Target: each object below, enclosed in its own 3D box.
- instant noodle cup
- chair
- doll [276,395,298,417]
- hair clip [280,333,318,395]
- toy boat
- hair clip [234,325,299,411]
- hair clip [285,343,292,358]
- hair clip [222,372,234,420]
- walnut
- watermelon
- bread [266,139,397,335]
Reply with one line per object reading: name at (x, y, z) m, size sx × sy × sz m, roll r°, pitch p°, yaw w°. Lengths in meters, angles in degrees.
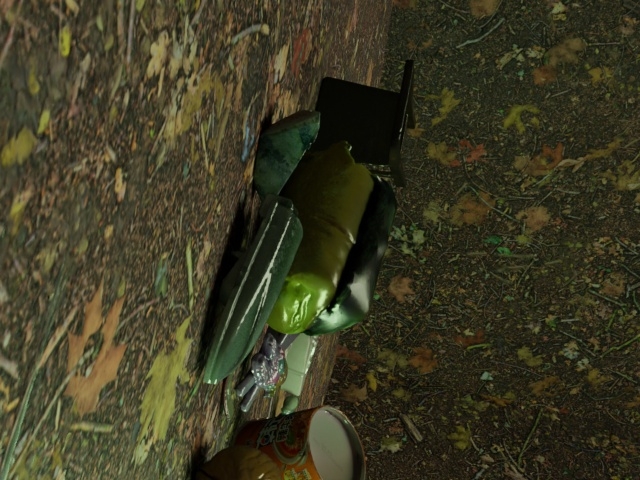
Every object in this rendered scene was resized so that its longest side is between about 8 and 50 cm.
instant noodle cup at (-0.037, 0.464, 1.625) m, size 0.250 × 0.192 × 0.250 m, roll 39°, pitch 36°, yaw -37°
chair at (0.089, -0.269, 1.803) m, size 0.416 × 0.240 × 0.203 m, roll 52°, pitch 50°, yaw -77°
doll at (-0.106, 0.541, 2.198) m, size 0.103 × 0.071 × 0.214 m, roll 77°, pitch 32°, yaw -77°
hair clip at (-0.056, 0.295, 2.152) m, size 0.101 × 0.085 × 0.331 m, roll -68°, pitch 175°, yaw -46°
toy boat at (-0.116, 0.082, 1.252) m, size 0.141 × 0.092 × 0.319 m, roll 89°, pitch 21°, yaw -66°
hair clip at (-0.100, 0.228, 1.630) m, size 0.278 × 0.090 × 0.137 m, roll -72°, pitch 162°, yaw -48°
hair clip at (-0.076, 0.197, 1.892) m, size 0.146 × 0.075 × 0.257 m, roll 34°, pitch 74°, yaw -81°
hair clip at (-0.163, 0.264, 1.433) m, size 0.054 × 0.022 × 0.137 m, roll -62°, pitch 162°, yaw -71°
walnut at (-0.141, 0.435, 1.325) m, size 0.207 × 0.167 × 0.167 m, roll 92°, pitch 11°, yaw -64°
watermelon at (-0.070, -0.150, 1.324) m, size 0.180 × 0.081 × 0.094 m, roll -62°, pitch -172°, yaw -5°
bread at (0.000, 0.000, 1.494) m, size 0.208 × 0.251 × 0.376 m, roll 41°, pitch 49°, yaw -31°
